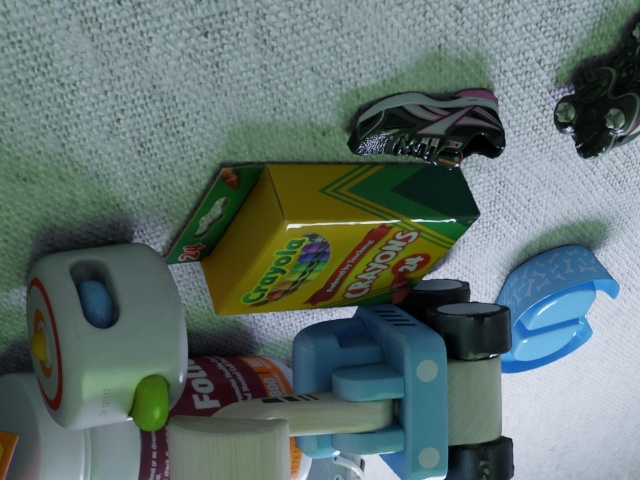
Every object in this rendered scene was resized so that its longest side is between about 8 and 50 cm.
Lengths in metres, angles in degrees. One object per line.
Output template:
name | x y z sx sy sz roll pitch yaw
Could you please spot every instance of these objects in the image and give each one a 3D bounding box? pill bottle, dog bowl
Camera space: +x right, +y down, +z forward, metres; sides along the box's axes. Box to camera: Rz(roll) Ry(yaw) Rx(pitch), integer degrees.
pill bottle | -0.223 0.260 1.570 0.392 0.224 0.224 3 145 -39
dog bowl | 0.341 0.105 1.835 0.166 0.074 0.297 -14 152 -13

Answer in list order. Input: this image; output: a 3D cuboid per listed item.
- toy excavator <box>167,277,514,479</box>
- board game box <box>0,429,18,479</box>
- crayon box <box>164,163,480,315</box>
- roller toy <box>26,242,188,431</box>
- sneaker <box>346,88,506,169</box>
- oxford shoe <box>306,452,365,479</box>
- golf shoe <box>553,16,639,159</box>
toy excavator | 0.024 0.202 1.469 0.445 0.222 0.433 -4 -171 -12
board game box | -0.566 0.384 1.284 0.356 0.356 0.356 18 141 -11
crayon box | 0.000 0.000 1.402 0.318 0.081 0.202 -2 148 -31
roller toy | -0.240 0.103 1.307 0.146 0.191 0.209 -8 -171 -25
sneaker | 0.120 -0.111 1.284 0.178 0.077 0.072 -12 150 -14
oxford shoe | 0.008 0.363 1.744 0.130 0.449 0.169 12 161 31
golf shoe | 0.376 -0.192 1.314 0.120 0.105 0.273 -15 163 -47
